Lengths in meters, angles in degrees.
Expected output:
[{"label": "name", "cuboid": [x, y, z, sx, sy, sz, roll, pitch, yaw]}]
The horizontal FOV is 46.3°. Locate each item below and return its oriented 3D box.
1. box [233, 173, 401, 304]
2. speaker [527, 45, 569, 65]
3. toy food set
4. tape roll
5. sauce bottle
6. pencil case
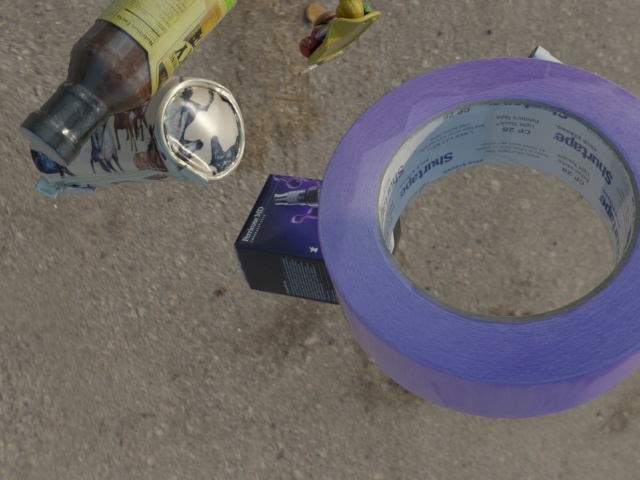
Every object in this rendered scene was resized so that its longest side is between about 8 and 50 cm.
[{"label": "box", "cuboid": [0.000, 0.000, 1.100, 0.108, 0.207, 0.153, 77, 27, -49]}, {"label": "speaker", "cuboid": [0.453, -0.313, 1.424, 0.136, 0.055, 0.055, 33, 87, -1]}, {"label": "toy food set", "cuboid": [0.017, -0.373, 1.321, 0.128, 0.218, 0.071, -33, 95, -23]}, {"label": "tape roll", "cuboid": [0.139, -0.009, 0.579, 0.275, 0.275, 0.090, -40, 153, -12]}, {"label": "sauce bottle", "cuboid": [-0.226, -0.239, 0.919, 0.111, 0.111, 0.344, 46, 73, -29]}, {"label": "pencil case", "cuboid": [-0.306, -0.159, 1.217, 0.160, 0.410, 0.184, 23, 73, -46]}]
